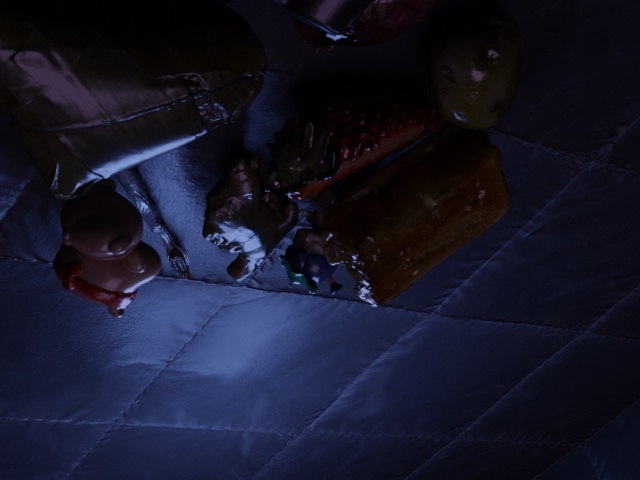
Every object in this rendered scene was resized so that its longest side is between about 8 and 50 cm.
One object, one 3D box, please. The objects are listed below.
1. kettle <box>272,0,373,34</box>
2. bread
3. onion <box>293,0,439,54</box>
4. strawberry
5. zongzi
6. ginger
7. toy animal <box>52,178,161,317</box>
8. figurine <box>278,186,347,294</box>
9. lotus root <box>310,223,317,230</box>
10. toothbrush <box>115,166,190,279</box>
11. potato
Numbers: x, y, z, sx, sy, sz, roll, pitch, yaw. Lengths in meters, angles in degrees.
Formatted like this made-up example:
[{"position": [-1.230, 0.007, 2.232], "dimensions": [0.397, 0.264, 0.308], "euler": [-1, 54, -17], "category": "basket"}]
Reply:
[{"position": [0.027, -0.375, 1.528], "dimensions": [0.202, 0.144, 0.232], "euler": [22, 106, -47], "category": "kettle"}, {"position": [0.157, -0.054, 2.089], "dimensions": [0.344, 0.149, 0.195], "euler": [-34, 129, -17], "category": "bread"}, {"position": [0.067, -0.338, 1.728], "dimensions": [0.227, 0.120, 0.283], "euler": [9, 138, -30], "category": "onion"}, {"position": [0.047, -0.174, 1.979], "dimensions": [0.306, 0.137, 0.233], "euler": [-26, 177, -41], "category": "strawberry"}, {"position": [-0.271, -0.260, 1.625], "dimensions": [0.356, 0.174, 0.393], "euler": [-25, 141, -1], "category": "zongzi"}, {"position": [-0.117, -0.035, 2.103], "dimensions": [0.166, 0.080, 0.333], "euler": [-29, 150, -2], "category": "ginger"}, {"position": [-0.343, 0.019, 1.974], "dimensions": [0.171, 0.171, 0.197], "euler": [-7, 138, -19], "category": "toy animal"}, {"position": [0.000, 0.000, 2.144], "dimensions": [0.102, 0.111, 0.195], "euler": [6, 111, -50], "category": "figurine"}, {"position": [0.052, -0.017, 2.234], "dimensions": [0.122, 0.081, 0.112], "euler": [-41, 149, 29], "category": "lotus root"}, {"position": [-0.283, -0.054, 2.031], "dimensions": [0.035, 0.042, 0.413], "euler": [-21, 145, 1], "category": "toothbrush"}, {"position": [0.239, -0.260, 1.914], "dimensions": [0.155, 0.137, 0.200], "euler": [-14, 145, -11], "category": "potato"}]
